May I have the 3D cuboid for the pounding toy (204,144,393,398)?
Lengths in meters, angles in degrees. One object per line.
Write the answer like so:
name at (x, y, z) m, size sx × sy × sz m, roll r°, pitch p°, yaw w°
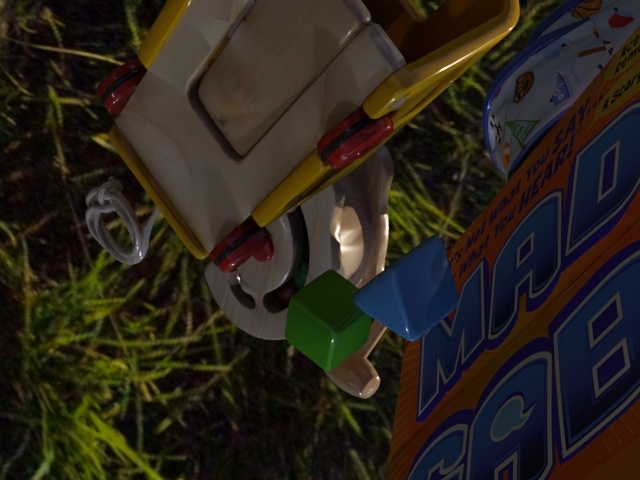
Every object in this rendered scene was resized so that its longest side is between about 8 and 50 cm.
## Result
pounding toy at (0.000, 0.000, 0.863) m, size 0.155 × 0.154 × 0.269 m, roll -25°, pitch 127°, yaw -42°

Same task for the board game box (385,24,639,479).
board game box at (0.279, 0.132, 0.620) m, size 0.356 × 0.356 × 0.356 m, roll 24°, pitch 135°, yaw -10°

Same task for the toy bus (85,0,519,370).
toy bus at (-0.012, -0.066, 0.400) m, size 0.104 × 0.202 × 0.191 m, roll -33°, pitch 132°, yaw -38°

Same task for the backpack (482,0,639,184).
backpack at (0.279, -0.107, 0.844) m, size 0.263 × 0.213 × 0.276 m, roll -29°, pitch 129°, yaw 10°
